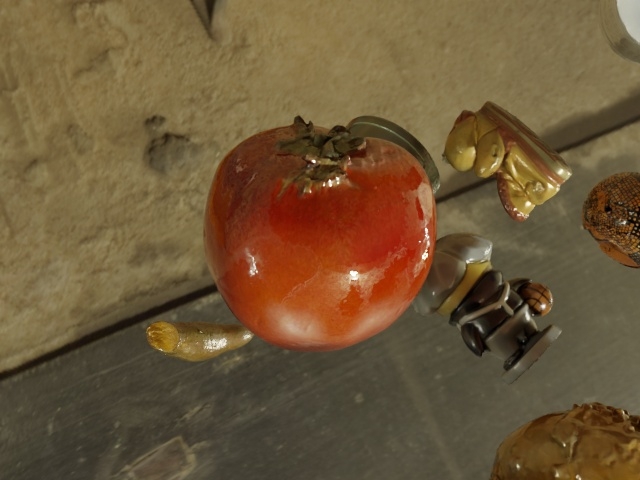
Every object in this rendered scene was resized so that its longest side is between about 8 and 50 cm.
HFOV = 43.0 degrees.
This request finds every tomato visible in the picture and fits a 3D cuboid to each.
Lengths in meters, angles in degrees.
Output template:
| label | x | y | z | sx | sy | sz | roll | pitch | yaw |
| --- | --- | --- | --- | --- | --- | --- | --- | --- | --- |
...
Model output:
| label | x | y | z | sx | sy | sz | roll | pitch | yaw |
| --- | --- | --- | --- | --- | --- | --- | --- | --- | --- |
| tomato | 0.000 | 0.000 | 1.106 | 0.321 | 0.321 | 0.322 | 9 | 68 | -21 |

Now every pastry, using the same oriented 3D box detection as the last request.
| label | x | y | z | sx | sy | sz | roll | pitch | yaw |
| --- | --- | --- | --- | --- | --- | --- | --- | --- | --- |
| pastry | 0.373 | 0.331 | 1.076 | 0.284 | 0.316 | 0.184 | 12 | 45 | 28 |

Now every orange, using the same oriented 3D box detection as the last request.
| label | x | y | z | sx | sy | sz | roll | pitch | yaw |
| --- | --- | --- | --- | --- | --- | --- | --- | --- | --- |
| orange | 0.686 | -0.043 | 1.765 | 0.182 | 0.234 | 0.234 | -40 | 90 | -4 |

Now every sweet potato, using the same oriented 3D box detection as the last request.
| label | x | y | z | sx | sy | sz | roll | pitch | yaw |
| --- | --- | --- | --- | --- | --- | --- | --- | --- | --- |
| sweet potato | -0.206 | 0.182 | 1.455 | 0.243 | 0.077 | 0.077 | 12 | 63 | -51 |

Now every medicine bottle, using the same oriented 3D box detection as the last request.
| label | x | y | z | sx | sy | sz | roll | pitch | yaw |
| --- | --- | --- | --- | --- | --- | --- | --- | --- | --- |
| medicine bottle | 0.526 | -0.362 | 1.227 | 0.190 | 0.190 | 0.332 | 51 | 17 | 0 |

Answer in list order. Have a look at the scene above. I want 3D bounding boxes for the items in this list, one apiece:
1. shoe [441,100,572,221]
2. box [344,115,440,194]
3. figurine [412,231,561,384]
| label | x | y | z | sx | sy | sz | roll | pitch | yaw |
| --- | --- | --- | --- | --- | --- | --- | --- | --- | --- |
| shoe | 0.154 | -0.069 | 0.692 | 0.109 | 0.069 | 0.072 | 37 | 18 | 10 |
| box | 0.099 | -0.109 | 1.584 | 0.226 | 0.226 | 0.149 | 41 | 64 | -5 |
| figurine | 0.254 | 0.090 | 1.262 | 0.236 | 0.133 | 0.176 | 43 | 61 | 12 |
